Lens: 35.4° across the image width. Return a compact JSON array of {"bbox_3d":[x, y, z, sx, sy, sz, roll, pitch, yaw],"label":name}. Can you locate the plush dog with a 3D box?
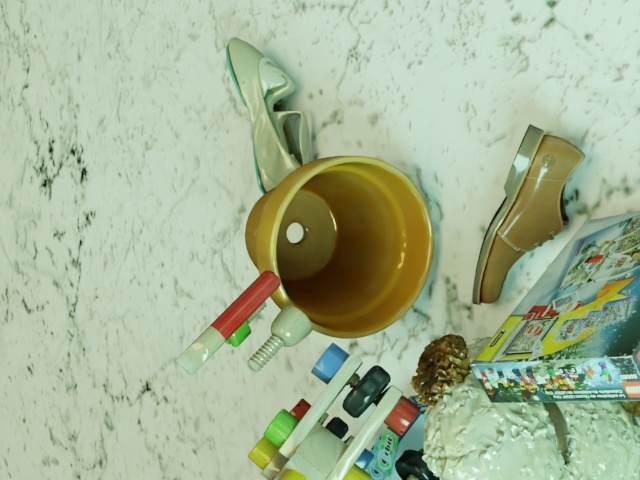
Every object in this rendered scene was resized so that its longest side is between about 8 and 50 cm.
[{"bbox_3d":[0.192,0.189,0.931,0.210,0.225,0.263,-39,61,42],"label":"plush dog"}]

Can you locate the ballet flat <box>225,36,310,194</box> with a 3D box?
[{"bbox_3d":[-0.061,-0.175,1.354,0.086,0.086,0.249,-31,69,45],"label":"ballet flat"}]

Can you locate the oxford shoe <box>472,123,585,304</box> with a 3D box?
[{"bbox_3d":[0.211,-0.011,1.036,0.076,0.076,0.212,22,124,6],"label":"oxford shoe"}]

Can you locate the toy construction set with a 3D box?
[{"bbox_3d":[-0.047,0.223,1.048,0.309,0.237,0.257,53,153,-13],"label":"toy construction set"}]

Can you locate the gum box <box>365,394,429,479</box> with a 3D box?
[{"bbox_3d":[0.125,0.298,1.151,0.184,0.041,0.157,54,129,34],"label":"gum box"}]

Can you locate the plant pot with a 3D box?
[{"bbox_3d":[0.000,0.000,1.196,0.188,0.205,0.205,-168,80,-64],"label":"plant pot"}]

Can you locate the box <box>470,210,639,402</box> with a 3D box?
[{"bbox_3d":[0.254,0.050,0.865,0.159,0.233,0.044,-11,115,49],"label":"box"}]
